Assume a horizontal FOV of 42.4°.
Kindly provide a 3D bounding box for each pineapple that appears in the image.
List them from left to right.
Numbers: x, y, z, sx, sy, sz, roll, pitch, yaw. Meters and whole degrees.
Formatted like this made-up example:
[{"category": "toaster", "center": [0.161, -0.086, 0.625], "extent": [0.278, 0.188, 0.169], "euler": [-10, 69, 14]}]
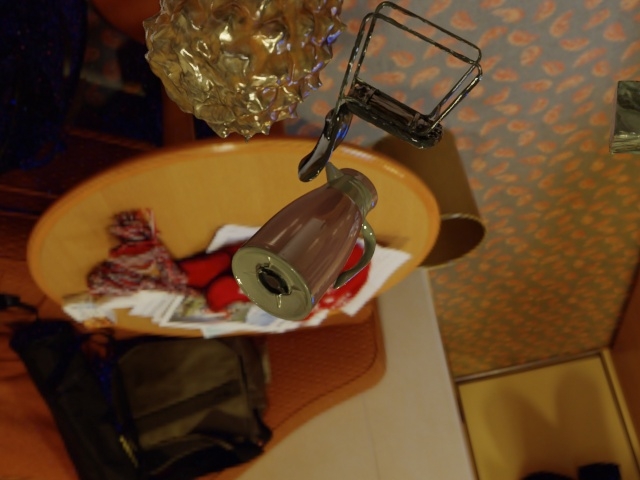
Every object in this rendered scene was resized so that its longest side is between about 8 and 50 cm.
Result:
[{"category": "pineapple", "center": [-0.052, -0.186, 0.700], "extent": [0.166, 0.193, 0.166], "euler": [27, 152, 16]}]

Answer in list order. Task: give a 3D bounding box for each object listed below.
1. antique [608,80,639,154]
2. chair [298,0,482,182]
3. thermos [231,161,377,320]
[{"category": "antique", "center": [0.518, -0.174, 1.192], "extent": [0.183, 0.088, 0.086], "euler": [4, 169, 15]}, {"category": "chair", "center": [0.080, -0.153, 0.990], "extent": [0.145, 0.140, 0.221], "euler": [28, 113, 0]}, {"category": "thermos", "center": [0.000, 0.000, 1.325], "extent": [0.146, 0.265, 0.176], "euler": [-10, 119, 46]}]
